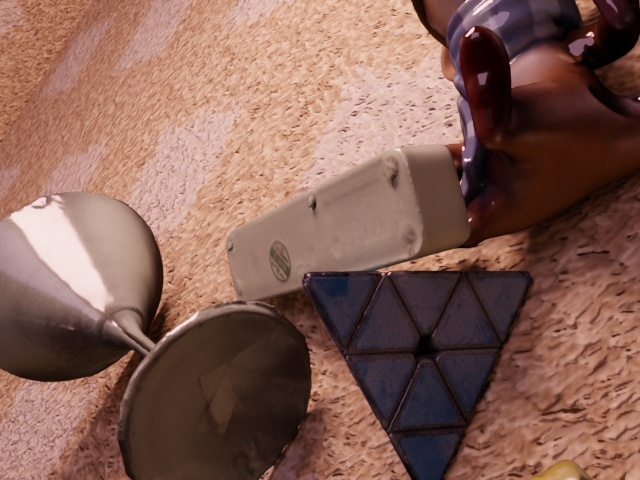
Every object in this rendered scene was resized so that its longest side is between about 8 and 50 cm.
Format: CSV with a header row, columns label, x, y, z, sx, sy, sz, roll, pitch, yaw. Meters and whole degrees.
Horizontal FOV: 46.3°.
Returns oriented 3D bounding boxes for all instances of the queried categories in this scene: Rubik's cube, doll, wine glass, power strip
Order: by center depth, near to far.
label,x,y,z,sx,sy,sz,roll,pitch,yaw
Rubik's cube,0.048,0.094,0.608,0.211,0.178,0.191,-29,44,32
doll,0.172,-0.180,0.676,0.318,0.209,0.340,-43,39,39
power strip,0.000,0.000,0.750,0.385,0.062,0.091,-21,80,59
wine glass,-0.209,0.112,0.836,0.406,0.267,0.267,23,77,49

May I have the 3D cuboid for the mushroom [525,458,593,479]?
label,x,y,z,sx,sy,sz,roll,pitch,yaw
mushroom,0.070,0.286,0.490,0.333,0.087,0.107,-45,34,6
